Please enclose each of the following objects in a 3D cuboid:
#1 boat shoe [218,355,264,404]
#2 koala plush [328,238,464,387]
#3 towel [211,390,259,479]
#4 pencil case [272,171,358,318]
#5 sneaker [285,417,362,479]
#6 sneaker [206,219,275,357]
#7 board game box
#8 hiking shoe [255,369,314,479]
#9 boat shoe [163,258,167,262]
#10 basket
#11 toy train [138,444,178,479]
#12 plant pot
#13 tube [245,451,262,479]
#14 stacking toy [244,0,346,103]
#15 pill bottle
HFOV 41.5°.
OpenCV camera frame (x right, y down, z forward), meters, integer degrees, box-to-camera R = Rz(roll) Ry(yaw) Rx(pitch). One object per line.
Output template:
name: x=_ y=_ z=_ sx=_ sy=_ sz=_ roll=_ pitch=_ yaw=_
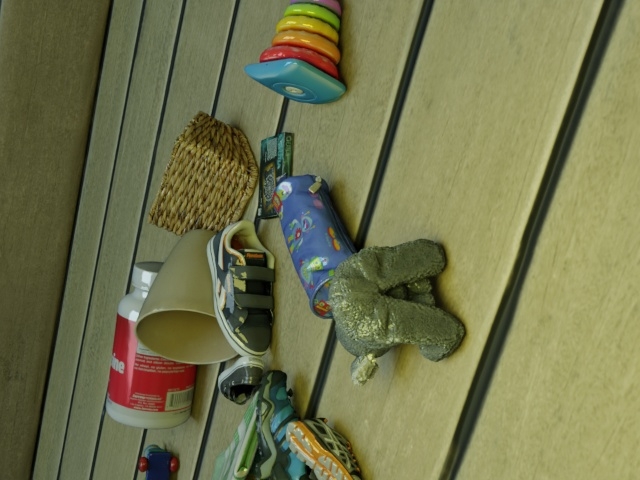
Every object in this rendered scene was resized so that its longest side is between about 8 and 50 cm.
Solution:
boat shoe: x=-0.178 y=0.330 z=1.898 sx=0.228 sy=0.080 sz=0.076 roll=133 pitch=145 yaw=-54
koala plush: x=0.088 y=0.124 z=1.377 sx=0.221 sy=0.203 sz=0.196 roll=121 pitch=144 yaw=-59
towel: x=-0.199 y=0.500 z=1.871 sx=0.325 sy=0.038 sz=0.248 roll=-58 pitch=11 yaw=41
pencil case: x=0.000 y=0.000 z=1.605 sx=0.133 sy=0.119 sz=0.306 roll=-59 pitch=38 yaw=36
sneaker: x=0.028 y=0.399 z=1.539 sx=0.215 sy=0.083 sz=0.084 roll=47 pitch=133 yaw=32
sneaker: x=-0.168 y=0.099 z=1.891 sx=0.127 sy=0.126 sz=0.321 roll=-40 pitch=58 yaw=37
board game box: x=-0.103 y=-0.144 z=1.912 sx=0.126 sy=0.026 sz=0.186 roll=-5 pitch=81 yaw=61
hiking shoe: x=-0.060 y=0.396 z=1.670 sx=0.113 sy=0.132 sz=0.304 roll=89 pitch=178 yaw=-53
boat shoe: x=-0.414 y=0.080 z=2.404 sx=0.066 sy=0.066 sz=0.183 roll=44 pitch=124 yaw=55
basket: x=-0.276 y=-0.149 z=2.163 sx=0.213 sy=0.223 sz=0.299 roll=-67 pitch=3 yaw=-55
toy train: x=-0.473 y=0.709 z=2.390 sx=0.143 sy=0.105 sz=0.248 roll=-174 pitch=89 yaw=-72
plant pot: x=-0.296 y=0.119 z=2.038 sx=0.256 sy=0.257 sz=0.274 roll=-50 pitch=28 yaw=47
tube: x=-0.152 y=0.572 z=1.876 sx=0.080 sy=0.052 sz=0.207 roll=-7 pitch=73 yaw=50
stacking toy: x=-0.020 y=-0.440 z=1.704 sx=0.175 sy=0.166 sz=0.301 roll=4 pitch=78 yaw=46
pill bottle: x=-0.433 y=0.271 z=2.241 sx=0.229 sy=0.229 sz=0.407 roll=20 pitch=103 yaw=61
